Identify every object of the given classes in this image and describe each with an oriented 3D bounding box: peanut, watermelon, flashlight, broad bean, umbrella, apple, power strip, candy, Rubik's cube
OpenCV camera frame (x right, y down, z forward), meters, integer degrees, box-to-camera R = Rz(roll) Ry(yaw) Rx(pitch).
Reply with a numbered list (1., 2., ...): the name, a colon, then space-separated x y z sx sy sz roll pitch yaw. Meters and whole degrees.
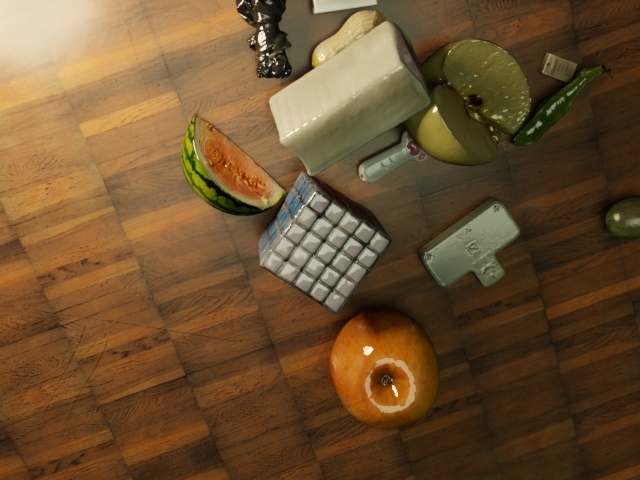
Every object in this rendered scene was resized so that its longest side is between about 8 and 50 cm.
1. peanut: 0.067 -0.477 1.756 0.206 0.087 0.087 -38 107 5
2. watermelon: -0.239 -0.150 1.786 0.303 0.128 0.159 42 97 -16
3. flashlight: 0.188 -0.212 1.866 0.200 0.047 0.093 -30 107 1
4. broad bean: 0.617 -0.345 1.871 0.318 0.056 0.098 -36 131 4
5. umbrella: -0.128 -0.515 1.714 0.110 0.122 0.273 -21 109 -47
6. apple: 0.169 0.338 1.906 0.298 0.275 0.299 0 104 -1
7. apple: 0.334 -0.323 1.758 0.257 0.233 0.295 34 81 -30
8. power strip: 0.415 0.033 1.957 0.265 0.059 0.194 -36 103 4
9. candy: 0.065 -0.328 1.685 0.358 0.208 0.145 -30 134 17
10. Rubik's cube: 0.000 0.000 1.805 0.238 0.237 0.237 33 101 -14

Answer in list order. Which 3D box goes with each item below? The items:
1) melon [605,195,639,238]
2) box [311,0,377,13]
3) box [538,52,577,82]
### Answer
1. melon: 0.849 -0.061 1.960 0.167 0.114 0.114 -11 107 -5
2. box: 0.042 -0.665 1.709 0.155 0.067 0.243 -11 107 -6
3. box: 0.606 -0.440 1.867 0.083 0.024 0.053 18 103 -11
